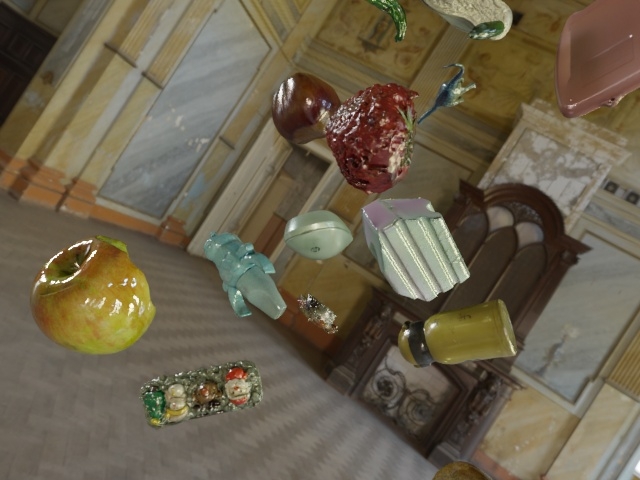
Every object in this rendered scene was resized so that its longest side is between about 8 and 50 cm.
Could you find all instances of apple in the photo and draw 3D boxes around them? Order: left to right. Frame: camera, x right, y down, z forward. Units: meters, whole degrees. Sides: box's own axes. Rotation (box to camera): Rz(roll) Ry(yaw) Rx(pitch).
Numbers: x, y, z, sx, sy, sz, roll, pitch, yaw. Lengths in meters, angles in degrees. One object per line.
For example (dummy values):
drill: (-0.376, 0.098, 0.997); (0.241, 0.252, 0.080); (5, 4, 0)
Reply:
apple: (-0.467, 0.121, 0.983); (0.246, 0.246, 0.226); (33, -26, 45)

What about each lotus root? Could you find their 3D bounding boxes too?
lotus root: (0.339, 0.639, 1.114); (0.188, 0.199, 0.180); (55, -10, -13)

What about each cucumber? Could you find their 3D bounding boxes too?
cucumber: (0.380, -0.476, 1.047); (0.037, 0.155, 0.037); (29, -46, 36)

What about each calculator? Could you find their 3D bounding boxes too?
calculator: (0.527, -0.361, 0.837); (0.048, 0.330, 0.220); (32, -32, -22)

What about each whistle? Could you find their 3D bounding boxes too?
whistle: (-0.182, 0.076, 1.108); (0.274, 0.186, 0.093); (46, 40, 18)

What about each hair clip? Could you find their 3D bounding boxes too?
hair clip: (-0.313, 0.397, 1.188); (0.091, 0.321, 0.139); (90, -13, -84)

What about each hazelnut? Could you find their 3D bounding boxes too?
hazelnut: (-0.045, -0.409, 1.421); (0.217, 0.217, 0.251); (33, -5, -8)

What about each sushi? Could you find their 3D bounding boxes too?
sushi: (-0.017, 0.283, 1.851); (0.226, 0.103, 0.097); (35, 19, 35)

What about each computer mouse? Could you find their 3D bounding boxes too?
computer mouse: (0.001, 0.006, 1.249); (0.288, 0.159, 0.097); (47, 27, -67)

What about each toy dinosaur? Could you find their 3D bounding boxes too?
toy dinosaur: (0.446, -0.510, 1.592); (0.077, 0.147, 0.363); (62, -12, 9)

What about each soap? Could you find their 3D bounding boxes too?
soap: (0.317, 0.027, 1.586); (0.446, 0.261, 0.156); (50, 13, -42)

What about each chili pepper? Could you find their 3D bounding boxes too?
chili pepper: (0.197, -0.675, 1.355); (0.182, 0.073, 0.050); (40, -20, -25)

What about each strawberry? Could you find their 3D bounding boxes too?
strawberry: (0.116, -0.242, 1.103); (0.220, 0.274, 0.274); (12, -7, 19)

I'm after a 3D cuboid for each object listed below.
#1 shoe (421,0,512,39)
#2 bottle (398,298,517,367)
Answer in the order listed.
shoe: (0.398, -0.690, 1.348); (0.316, 0.124, 0.159); (25, 19, -16)
bottle: (0.416, 0.304, 1.456); (0.351, 0.172, 0.171); (-18, -29, 27)
